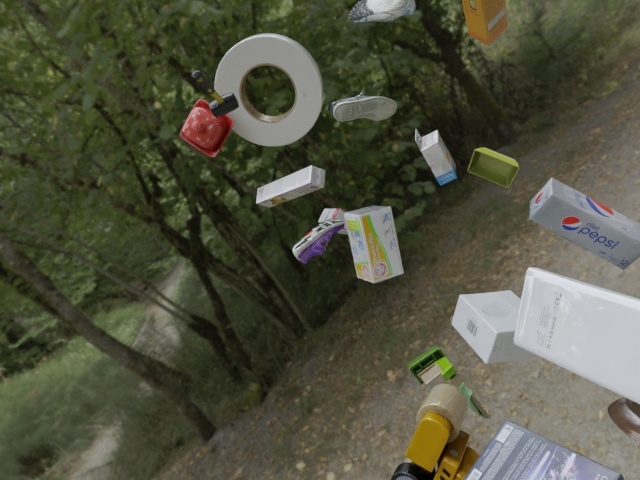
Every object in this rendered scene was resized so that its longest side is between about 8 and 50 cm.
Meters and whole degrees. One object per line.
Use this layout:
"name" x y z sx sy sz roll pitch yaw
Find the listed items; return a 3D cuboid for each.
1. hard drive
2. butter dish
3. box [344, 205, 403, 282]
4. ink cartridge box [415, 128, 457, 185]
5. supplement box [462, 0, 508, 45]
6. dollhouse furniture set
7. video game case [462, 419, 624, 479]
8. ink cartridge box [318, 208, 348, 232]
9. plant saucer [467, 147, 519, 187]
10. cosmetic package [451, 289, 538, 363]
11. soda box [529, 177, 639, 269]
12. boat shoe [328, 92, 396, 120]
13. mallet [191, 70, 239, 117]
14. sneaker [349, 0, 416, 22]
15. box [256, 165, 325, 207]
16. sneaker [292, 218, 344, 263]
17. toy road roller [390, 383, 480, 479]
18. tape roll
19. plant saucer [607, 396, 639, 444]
"hard drive" 0.675 0.227 1.264 0.047 0.233 0.353 -1 13 -31
"butter dish" -0.410 -0.392 1.704 0.160 0.160 0.118 -57 -3 12
"box" 0.154 0.009 1.427 0.103 0.203 0.114 -16 11 -19
"ink cartridge box" 0.376 -0.284 1.595 0.061 0.181 0.104 -24 26 26
"supplement box" 0.391 -0.582 1.179 0.080 0.078 0.233 -46 -30 6
"dollhouse furniture set" 0.518 0.607 1.985 0.151 0.301 0.197 -38 17 4
"video game case" 0.452 0.510 1.035 0.196 0.026 0.274 -44 24 -19
"ink cartridge box" 0.073 -0.070 1.824 0.063 0.109 0.150 -65 22 -6
"plant saucer" 0.715 -0.309 2.023 0.045 0.188 0.188 -59 -16 -14
"cosmetic package" 0.620 0.294 1.704 0.224 0.138 0.224 -3 29 -18
"soda box" 0.700 -0.045 1.286 0.091 0.286 0.098 -60 -2 -47
"boat shoe" 0.152 -0.481 1.786 0.254 0.095 0.079 -14 36 -16
"mallet" -0.229 -0.299 1.008 0.062 0.039 0.189 -25 -6 12
"sneaker" 0.189 -0.716 1.538 0.237 0.086 0.085 13 81 43
"box" -0.111 -0.183 1.721 0.324 0.063 0.067 -15 67 48
"sneaker" 0.000 0.000 1.381 0.170 0.071 0.068 -37 22 -9
"toy road roller" 0.363 0.594 1.359 0.202 0.240 0.329 -22 -49 -61
"tape roll" -0.179 -0.530 1.755 0.392 0.392 0.072 -37 20 23
"plant saucer" 0.925 0.487 1.277 0.310 0.310 0.050 -92 10 -76
